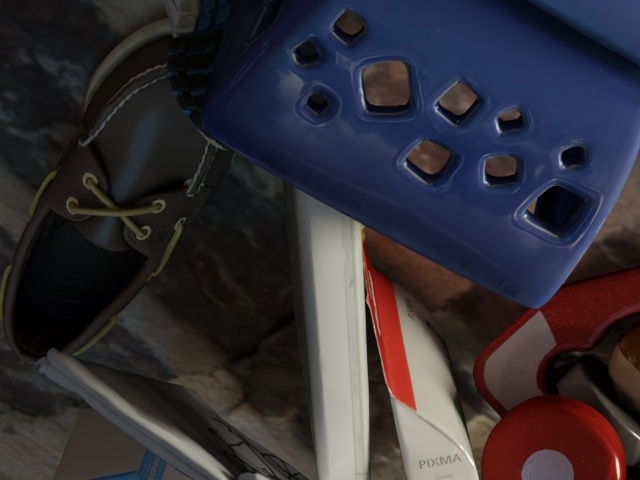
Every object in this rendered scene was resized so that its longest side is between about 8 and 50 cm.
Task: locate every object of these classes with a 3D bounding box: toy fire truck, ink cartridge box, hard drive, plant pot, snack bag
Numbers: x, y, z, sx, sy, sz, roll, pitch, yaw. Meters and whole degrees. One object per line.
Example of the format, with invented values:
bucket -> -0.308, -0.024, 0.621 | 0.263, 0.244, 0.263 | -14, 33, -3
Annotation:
toy fire truck -> 0.270, 0.142, 1.407 | 0.254, 0.169, 0.302 | -43, 84, 16
ink cartridge box -> -0.140, 0.211, 1.667 | 0.092, 0.090, 0.143 | -14, 129, 28
hard drive -> 0.000, 0.000, 1.326 | 0.040, 0.203, 0.308 | -6, 135, -3
plant pot -> 0.098, -0.141, 1.136 | 0.236, 0.236, 0.212 | 29, 130, -13
ink cartridge box -> 0.069, 0.087, 1.397 | 0.056, 0.181, 0.225 | -10, 119, 1
snack bag -> -0.018, 0.183, 1.452 | 0.342, 0.037, 0.323 | 34, -179, 16

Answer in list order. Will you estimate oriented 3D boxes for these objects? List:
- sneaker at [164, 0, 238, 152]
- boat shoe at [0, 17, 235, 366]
sneaker -> -0.061, -0.123, 1.246 | 0.071, 0.191, 0.083 | -13, 144, 0
boat shoe -> -0.144, -0.026, 1.418 | 0.116, 0.097, 0.324 | 28, 136, -12
